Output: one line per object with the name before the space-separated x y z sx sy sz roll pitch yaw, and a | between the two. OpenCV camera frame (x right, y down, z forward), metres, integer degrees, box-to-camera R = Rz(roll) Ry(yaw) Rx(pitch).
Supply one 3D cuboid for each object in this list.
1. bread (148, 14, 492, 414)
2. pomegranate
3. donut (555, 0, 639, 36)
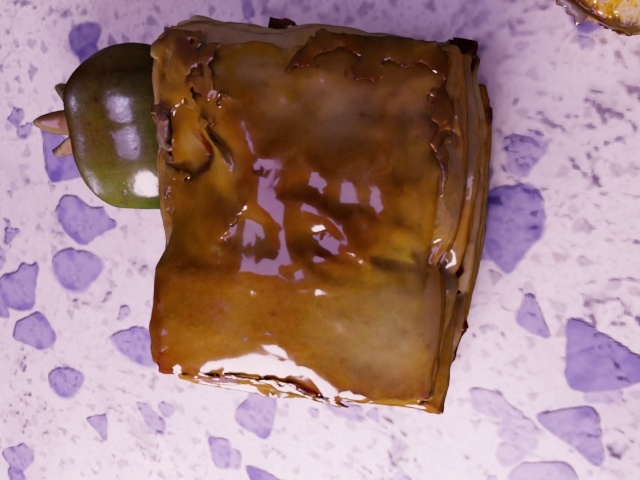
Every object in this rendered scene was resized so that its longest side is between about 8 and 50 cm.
bread | 0.000 0.000 0.602 0.277 0.167 0.325 5 110 0
pomegranate | -0.181 -0.105 0.723 0.191 0.131 0.152 7 113 45
donut | 0.216 -0.225 0.533 0.146 0.078 0.181 -40 92 29
